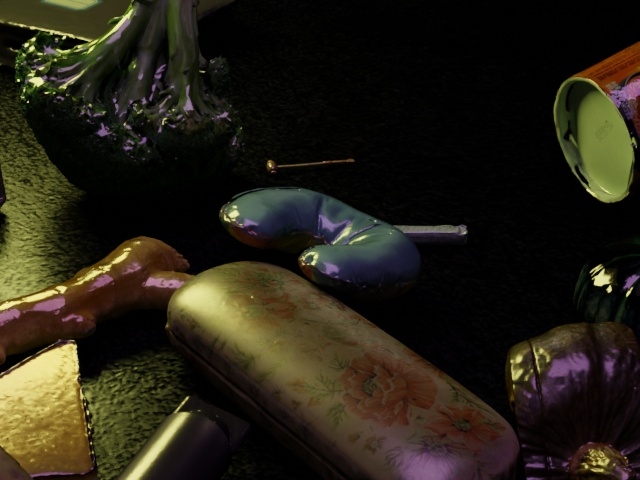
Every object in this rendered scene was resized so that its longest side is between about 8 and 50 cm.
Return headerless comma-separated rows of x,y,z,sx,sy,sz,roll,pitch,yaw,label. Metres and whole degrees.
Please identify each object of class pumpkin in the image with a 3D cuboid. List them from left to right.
0.242,0.166,1.227,0.131,0.126,0.248,-2,33,-4,pumpkin
0.367,0.065,1.384,0.202,0.140,0.202,0,27,0,pumpkin

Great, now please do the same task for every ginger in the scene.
-0.273,0.069,1.403,0.299,0.065,0.118,-19,38,-27,ginger

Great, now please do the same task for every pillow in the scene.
0.000,0.000,1.470,0.233,0.086,0.214,29,15,29,pillow

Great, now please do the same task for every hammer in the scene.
-0.012,-0.101,1.747,0.123,0.014,0.029,-5,41,-17,hammer

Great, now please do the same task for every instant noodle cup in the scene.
0.425,-0.158,1.692,0.182,0.230,0.230,-20,37,-18,instant noodle cup

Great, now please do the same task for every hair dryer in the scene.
-0.053,0.239,1.158,0.248,0.078,0.195,22,35,12,hair dryer

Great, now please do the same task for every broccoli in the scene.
-0.233,-0.187,1.645,0.308,0.275,0.308,17,8,-3,broccoli

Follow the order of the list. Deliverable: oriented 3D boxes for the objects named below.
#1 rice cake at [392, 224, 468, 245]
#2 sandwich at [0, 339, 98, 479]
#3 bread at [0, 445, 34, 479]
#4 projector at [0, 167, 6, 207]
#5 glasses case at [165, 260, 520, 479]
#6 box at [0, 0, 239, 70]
0.119,-0.006,1.592,0.121,0.022,0.021,0,40,-3,rice cake
-0.297,0.177,1.231,0.163,0.058,0.193,-6,35,-12,sandwich
-0.301,0.237,1.007,0.314,0.192,0.171,25,37,31,bread
-0.509,-0.042,1.541,0.194,0.088,0.269,20,36,31,projector
0.010,0.139,1.276,0.156,0.098,0.425,-21,38,-34,glasses case
-0.347,-0.349,2.050,0.359,0.091,0.350,17,33,22,box
